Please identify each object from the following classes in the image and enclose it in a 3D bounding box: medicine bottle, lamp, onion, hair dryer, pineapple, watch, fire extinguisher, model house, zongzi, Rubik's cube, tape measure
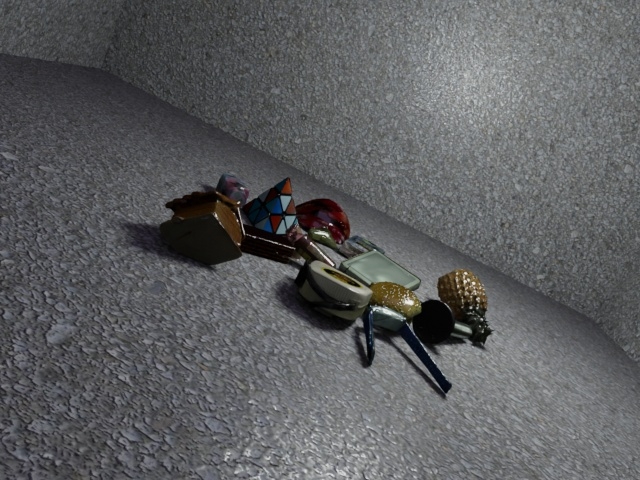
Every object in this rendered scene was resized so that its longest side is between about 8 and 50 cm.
[{"bbox_3d":[-0.380,-0.211,2.316,0.119,0.094,0.188,20,17,-27],"label":"medicine bottle"},{"bbox_3d":[0.246,0.141,2.176,0.266,0.047,0.269,37,33,28],"label":"lamp"},{"bbox_3d":[0.033,-0.104,2.569,0.314,0.146,0.280,28,19,-13],"label":"onion"},{"bbox_3d":[0.404,0.303,2.015,0.284,0.155,0.320,13,-7,30],"label":"hair dryer"},{"bbox_3d":[0.619,0.281,2.223,0.202,0.202,0.362,22,26,-17],"label":"pineapple"},{"bbox_3d":[0.259,0.322,1.641,0.276,0.068,0.274,24,22,-12],"label":"watch"},{"bbox_3d":[0.017,0.076,1.970,0.252,0.106,0.075,45,24,4],"label":"fire extinguisher"},{"bbox_3d":[-0.359,-0.054,1.669,0.199,0.219,0.229,-15,29,8],"label":"model house"},{"bbox_3d":[0.000,0.000,2.366,0.154,0.062,0.130,-5,56,-46],"label":"zongzi"},{"bbox_3d":[-0.245,-0.091,2.201,0.250,0.284,0.234,5,34,12],"label":"Rubik's cube"},{"bbox_3d":[0.015,0.160,1.716,0.271,0.133,0.231,29,8,15],"label":"tape measure"}]

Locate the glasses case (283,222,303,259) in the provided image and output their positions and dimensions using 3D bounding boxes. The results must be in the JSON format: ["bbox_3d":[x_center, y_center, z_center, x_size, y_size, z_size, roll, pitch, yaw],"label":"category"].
[{"bbox_3d":[-0.108,-0.010,2.105,0.070,0.102,0.193,15,18,-17],"label":"glasses case"}]

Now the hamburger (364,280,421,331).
[{"bbox_3d":[0.241,0.219,1.865,0.215,0.122,0.189,34,33,31],"label":"hamburger"}]

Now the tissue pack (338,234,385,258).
[{"bbox_3d":[0.195,0.050,2.455,0.173,0.073,0.235,32,15,11],"label":"tissue pack"}]

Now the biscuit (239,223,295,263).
[{"bbox_3d":[-0.275,-0.011,1.884,0.388,0.073,0.107,17,18,-31],"label":"biscuit"}]
